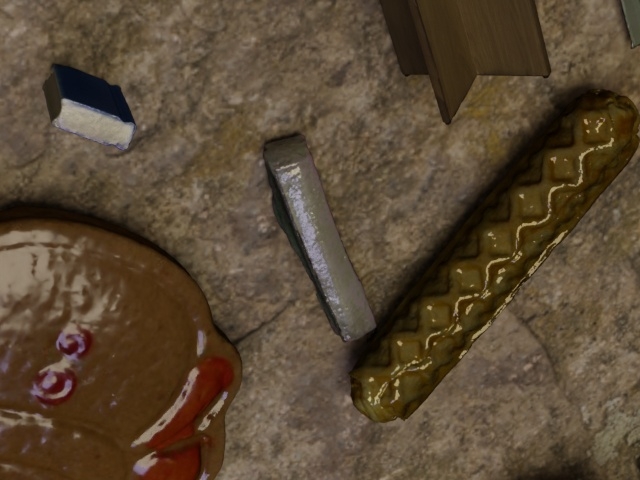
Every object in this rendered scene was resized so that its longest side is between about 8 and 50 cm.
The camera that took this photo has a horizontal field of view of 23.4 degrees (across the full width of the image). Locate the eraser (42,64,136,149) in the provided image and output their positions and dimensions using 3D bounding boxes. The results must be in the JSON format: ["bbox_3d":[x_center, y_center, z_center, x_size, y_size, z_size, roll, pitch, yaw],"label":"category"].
[{"bbox_3d":[-0.182,-0.106,1.212,0.063,0.084,0.027,18,109,-23],"label":"eraser"}]

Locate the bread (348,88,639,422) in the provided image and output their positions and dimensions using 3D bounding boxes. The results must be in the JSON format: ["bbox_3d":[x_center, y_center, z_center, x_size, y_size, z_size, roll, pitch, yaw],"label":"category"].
[{"bbox_3d":[0.153,0.016,1.372,0.367,0.077,0.084,-52,144,10],"label":"bread"}]

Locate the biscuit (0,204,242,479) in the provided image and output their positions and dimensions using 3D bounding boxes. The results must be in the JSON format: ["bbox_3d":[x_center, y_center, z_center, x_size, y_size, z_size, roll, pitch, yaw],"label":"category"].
[{"bbox_3d":[-0.247,0.155,1.318,0.359,0.074,0.381,18,105,-26],"label":"biscuit"}]

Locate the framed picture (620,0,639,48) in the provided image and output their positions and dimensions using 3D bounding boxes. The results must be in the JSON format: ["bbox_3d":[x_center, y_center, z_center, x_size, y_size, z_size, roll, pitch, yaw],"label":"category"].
[{"bbox_3d":[0.367,-0.322,1.317,0.293,0.018,0.231,-24,119,-5],"label":"framed picture"}]

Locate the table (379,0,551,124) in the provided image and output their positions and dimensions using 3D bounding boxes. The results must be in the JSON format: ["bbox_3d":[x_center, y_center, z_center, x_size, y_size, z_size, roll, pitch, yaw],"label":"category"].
[{"bbox_3d":[0.098,-0.220,1.217,0.167,0.167,0.226,-24,128,-5],"label":"table"}]

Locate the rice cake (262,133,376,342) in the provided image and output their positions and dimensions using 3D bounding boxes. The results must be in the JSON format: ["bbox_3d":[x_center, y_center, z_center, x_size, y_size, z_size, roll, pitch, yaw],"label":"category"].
[{"bbox_3d":[0.000,0.000,1.348,0.047,0.036,0.206,-32,120,-15],"label":"rice cake"}]
